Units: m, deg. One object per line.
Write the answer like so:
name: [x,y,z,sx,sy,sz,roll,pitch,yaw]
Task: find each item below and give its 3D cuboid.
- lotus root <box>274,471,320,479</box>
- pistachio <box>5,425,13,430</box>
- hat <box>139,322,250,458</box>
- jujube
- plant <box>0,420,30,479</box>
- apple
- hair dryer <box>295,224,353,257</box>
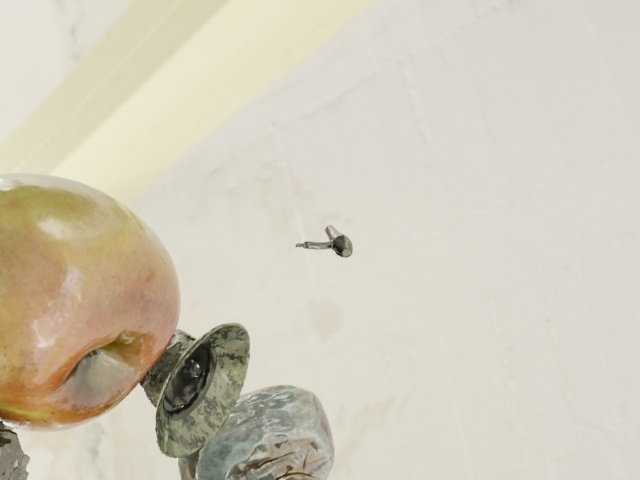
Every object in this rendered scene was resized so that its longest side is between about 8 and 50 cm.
lotus root: [-0.038,0.464,1.818,0.120,0.209,0.120,-7,-112,19]
pistachio: [-0.496,0.227,1.593,0.185,0.124,0.124,-82,-163,-62]
hat: [-0.231,0.223,1.739,0.128,0.265,0.266,27,-71,26]
jujube: [-0.113,0.406,2.014,0.215,0.308,0.247,13,-72,61]
plant: [-0.428,0.292,1.269,0.129,0.194,0.132,5,-78,9]
apple: [-0.375,0.076,1.403,0.305,0.338,0.338,39,-61,26]
hair dryer: [0.000,0.000,1.472,0.079,0.083,0.031,-130,-132,-57]
